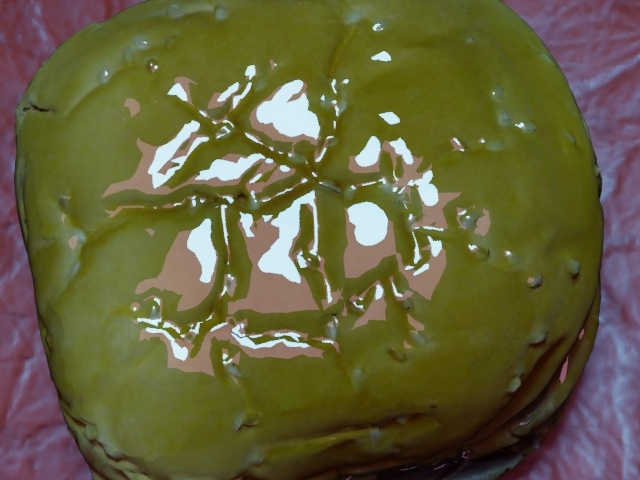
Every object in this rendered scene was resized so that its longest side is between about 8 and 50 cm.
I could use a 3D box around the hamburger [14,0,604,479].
[{"bbox_3d":[0.000,0.000,0.699,0.319,0.158,0.318,-1,76,4],"label":"hamburger"}]
